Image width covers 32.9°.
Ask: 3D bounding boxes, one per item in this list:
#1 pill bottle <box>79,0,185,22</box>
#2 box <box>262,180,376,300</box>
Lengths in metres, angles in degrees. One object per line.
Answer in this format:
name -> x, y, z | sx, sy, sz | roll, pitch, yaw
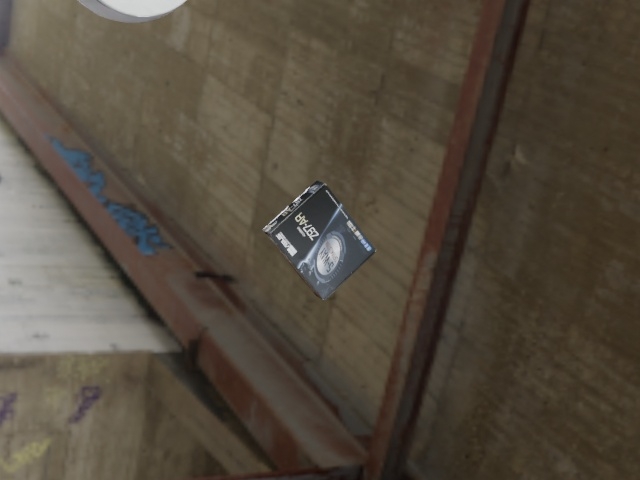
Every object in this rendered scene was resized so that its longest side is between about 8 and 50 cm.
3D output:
pill bottle -> -0.214, -0.323, 1.181 | 0.278, 0.162, 0.162 | -137, -126, -65
box -> 0.000, 0.000, 0.947 | 0.067, 0.083, 0.018 | -42, -156, -10
